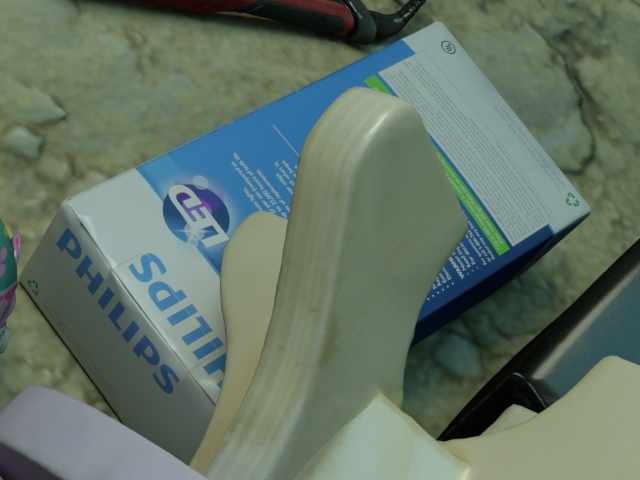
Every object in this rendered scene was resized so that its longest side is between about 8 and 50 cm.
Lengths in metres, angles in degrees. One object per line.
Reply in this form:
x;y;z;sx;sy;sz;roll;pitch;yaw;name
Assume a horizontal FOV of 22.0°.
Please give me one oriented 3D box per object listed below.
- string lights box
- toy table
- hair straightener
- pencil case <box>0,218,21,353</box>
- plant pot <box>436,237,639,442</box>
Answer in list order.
0.000;0.000;0.809;0.260;0.077;0.133;-29;78;-38;string lights box
0.019;0.087;0.588;0.274;0.252;0.161;30;67;31;toy table
-0.039;-0.165;0.910;0.230;0.047;0.089;7;58;-26;hair straightener
-0.186;0.099;0.618;0.124;0.124;0.284;18;53;-18;pencil case
0.165;0.097;0.782;0.167;0.187;0.188;-26;76;-27;plant pot
